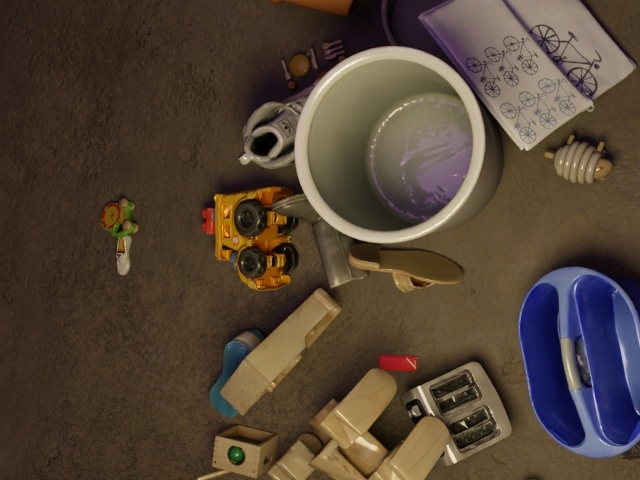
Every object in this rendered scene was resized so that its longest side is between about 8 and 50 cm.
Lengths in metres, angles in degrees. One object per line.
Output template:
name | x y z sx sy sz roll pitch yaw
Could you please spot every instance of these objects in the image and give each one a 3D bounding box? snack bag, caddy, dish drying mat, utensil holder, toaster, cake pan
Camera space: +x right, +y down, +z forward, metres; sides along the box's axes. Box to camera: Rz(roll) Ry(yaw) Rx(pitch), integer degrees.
snack bag | 0.401 -0.366 1.477 0.342 0.037 0.323 -32 80 -21
caddy | 0.493 0.216 1.439 0.241 0.179 0.342 -18 77 46
dish drying mat | 0.167 0.263 1.695 0.083 0.008 0.032 -1 92 20
utensil holder | 0.171 -0.161 1.482 0.327 0.385 0.328 0 91 20
toaster | 0.276 0.345 1.575 0.185 0.110 0.168 -21 77 -13
cake pan | 0.267 -0.446 1.568 0.293 0.054 0.294 -1 75 4

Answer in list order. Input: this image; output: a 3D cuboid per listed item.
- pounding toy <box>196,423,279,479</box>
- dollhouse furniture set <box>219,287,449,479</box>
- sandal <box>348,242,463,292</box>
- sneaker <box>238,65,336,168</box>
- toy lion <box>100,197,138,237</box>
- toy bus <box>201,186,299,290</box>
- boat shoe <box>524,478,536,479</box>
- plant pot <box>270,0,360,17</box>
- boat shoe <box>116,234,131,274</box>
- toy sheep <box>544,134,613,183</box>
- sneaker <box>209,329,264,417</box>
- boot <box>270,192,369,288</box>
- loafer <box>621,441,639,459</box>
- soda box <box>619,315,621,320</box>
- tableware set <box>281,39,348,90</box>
pounding toy | -0.182 0.481 1.755 0.130 0.141 0.100 8 95 19
dollhouse furniture set | 0.036 0.339 1.607 0.394 0.256 0.362 43 139 6
sandal | 0.174 0.070 1.660 0.239 0.088 0.079 12 131 5
sneaker | -0.011 -0.257 1.629 0.365 0.210 0.137 -32 93 19
toy lion | -0.488 -0.050 1.899 0.096 0.034 0.100 -27 62 22
toy bus | -0.170 -0.008 1.747 0.211 0.149 0.221 2 95 33
boat shoe | 0.400 0.641 1.560 0.119 0.121 0.336 -6 92 15
plant pot | 0.012 -0.587 1.601 0.203 0.291 0.291 29 101 0
boat shoe | -0.479 0.035 1.906 0.035 0.035 0.100 10 94 19
toy sheep | 0.498 -0.153 1.527 0.132 0.091 0.091 18 98 32
sneaker | -0.182 0.304 1.784 0.087 0.092 0.229 30 120 14
boot | 0.000 0.000 1.676 0.076 0.189 0.209 -13 87 64
loafer | 0.577 0.343 1.523 0.061 0.062 0.170 -25 82 23
soda box | 0.658 0.170 1.489 0.181 0.058 0.061 0 91 19
tableware set | -0.005 -0.370 1.734 0.154 0.024 0.104 -16 89 18
